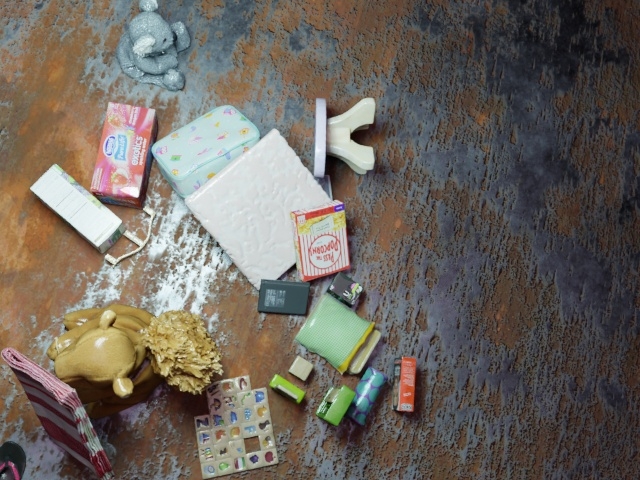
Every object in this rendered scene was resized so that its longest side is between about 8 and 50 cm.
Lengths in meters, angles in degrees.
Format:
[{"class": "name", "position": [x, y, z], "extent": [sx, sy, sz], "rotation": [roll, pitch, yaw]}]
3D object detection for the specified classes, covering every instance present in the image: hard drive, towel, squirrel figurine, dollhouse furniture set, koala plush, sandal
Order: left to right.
[{"class": "sandal", "position": [-0.758, 0.580, 1.580], "extent": [0.067, 0.040, 0.179], "rotation": [3, 77, -9]}, {"class": "towel", "position": [-0.591, 0.403, 1.476], "extent": [0.237, 0.329, 0.037], "rotation": [21, 45, 30]}, {"class": "squirrel figurine", "position": [-0.436, 0.257, 1.539], "extent": [0.396, 0.370, 0.281], "rotation": [-9, 78, -12]}, {"class": "koala plush", "position": [-0.471, -0.550, 1.798], "extent": [0.203, 0.221, 0.196], "rotation": [6, 77, -8]}, {"class": "towel", "position": [-0.145, -0.081, 1.748], "extent": [0.317, 0.053, 0.332], "rotation": [-42, 115, -10]}, {"class": "hard drive", "position": [-0.100, 0.155, 1.776], "extent": [0.135, 0.022, 0.094], "rotation": [6, 113, -8]}, {"class": "dollhouse furniture set", "position": [0.025, 0.303, 1.721], "extent": [0.197, 0.151, 0.302], "rotation": [33, 74, -1]}]

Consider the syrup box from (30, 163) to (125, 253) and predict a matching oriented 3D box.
[{"class": "syrup box", "position": [-0.637, -0.081, 1.727], "extent": [0.236, 0.093, 0.096], "rotation": [39, 74, 1]}]

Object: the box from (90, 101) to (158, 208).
[{"class": "box", "position": [-0.525, -0.227, 1.765], "extent": [0.128, 0.122, 0.257], "rotation": [9, 76, -7]}]

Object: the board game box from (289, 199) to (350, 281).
[{"class": "board game box", "position": [0.000, 0.000, 1.780], "extent": [0.146, 0.045, 0.194], "rotation": [-16, 113, -22]}]

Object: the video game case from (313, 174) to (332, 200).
[{"class": "video game case", "position": [-0.048, -0.091, 1.868], "extent": [0.173, 0.022, 0.191], "rotation": [-5, 78, -11]}]

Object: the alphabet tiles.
[{"class": "alphabet tiles", "position": [-0.227, 0.483, 1.712], "extent": [0.198, 0.009, 0.237], "rotation": [-8, 78, -11]}]

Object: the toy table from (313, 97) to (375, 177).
[{"class": "toy table", "position": [0.062, -0.286, 1.831], "extent": [0.160, 0.252, 0.275], "rotation": [1, 58, -3]}]

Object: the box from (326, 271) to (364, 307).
[{"class": "box", "position": [0.068, 0.137, 1.819], "extent": [0.083, 0.052, 0.062], "rotation": [34, 74, 0]}]

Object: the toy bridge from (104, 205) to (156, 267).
[{"class": "toy bridge", "position": [-0.503, -0.002, 1.767], "extent": [0.063, 0.026, 0.188], "rotation": [35, 74, -2]}]

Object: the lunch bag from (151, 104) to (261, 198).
[{"class": "lunch bag", "position": [-0.303, -0.246, 1.780], "extent": [0.279, 0.108, 0.224], "rotation": [-32, 47, -18]}]

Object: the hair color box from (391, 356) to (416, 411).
[{"class": "hair color box", "position": [0.227, 0.392, 1.777], "extent": [0.043, 0.072, 0.141], "rotation": [7, 76, -9]}]

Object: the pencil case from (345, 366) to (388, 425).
[{"class": "pencil case", "position": [0.124, 0.419, 1.757], "extent": [0.070, 0.064, 0.152], "rotation": [45, 69, -38]}]
